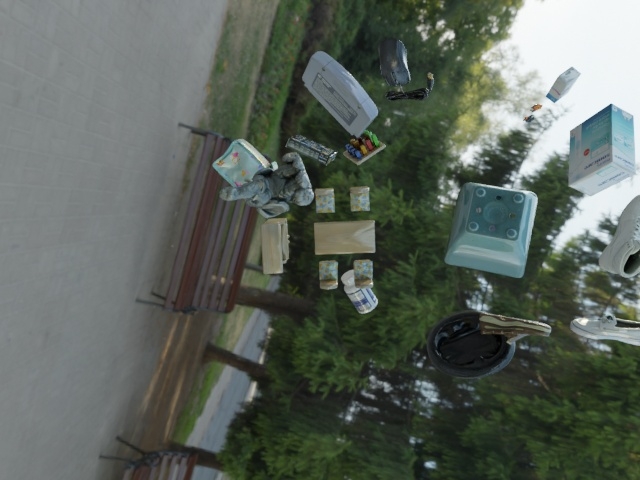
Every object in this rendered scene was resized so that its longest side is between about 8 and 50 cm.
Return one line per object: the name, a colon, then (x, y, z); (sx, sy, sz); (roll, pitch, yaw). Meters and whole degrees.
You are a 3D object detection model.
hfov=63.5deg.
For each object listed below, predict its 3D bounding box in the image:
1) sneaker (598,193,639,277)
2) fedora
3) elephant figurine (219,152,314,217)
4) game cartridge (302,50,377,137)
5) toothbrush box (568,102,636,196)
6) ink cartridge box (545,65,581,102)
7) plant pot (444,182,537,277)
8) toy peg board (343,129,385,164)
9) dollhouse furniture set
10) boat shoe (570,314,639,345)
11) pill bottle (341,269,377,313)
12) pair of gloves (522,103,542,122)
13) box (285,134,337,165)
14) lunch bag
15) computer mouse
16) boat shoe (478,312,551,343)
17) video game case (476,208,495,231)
sneaker: (1.067, -0.011, 1.733); (0.169, 0.108, 0.292); (-73, -175, -80)
fedora: (0.597, 0.438, 2.062); (0.152, 0.334, 0.334); (71, 25, -46)
elephant figurine: (-0.150, -0.147, 1.482); (0.169, 0.240, 0.186); (-109, 178, -51)
game cartridge: (0.067, -0.509, 1.805); (0.062, 0.297, 0.198); (-44, -178, -24)
toothbrush box: (1.123, -0.358, 2.073); (0.216, 0.126, 0.295); (138, -30, -61)
ink cartridge box: (0.970, -0.621, 2.068); (0.089, 0.052, 0.122); (-37, 161, -13)
plant pot: (0.515, -0.050, 1.554); (0.252, 0.247, 0.247); (44, 59, -70)
toy peg board: (0.194, -0.456, 2.460); (0.079, 0.161, 0.161); (60, -7, -34)
dollhouse furniture set: (0.000, 0.000, 1.858); (0.256, 0.395, 0.361); (-81, 168, -81)
boat shoe: (0.937, 0.275, 1.678); (0.083, 0.227, 0.075); (-63, 157, -59)
pill bottle: (0.154, 0.205, 2.100); (0.169, 0.094, 0.094); (58, 19, -20)
pair of gloves: (0.848, -0.507, 2.065); (0.010, 0.074, 0.083); (50, -45, 31)
box: (-0.040, -0.443, 2.517); (0.175, 0.220, 0.051); (-54, 168, -69)
lunch bag: (-0.236, -0.235, 1.860); (0.160, 0.262, 0.223); (-47, -171, 7)
computer mouse: (0.299, -0.582, 1.812); (0.262, 0.184, 0.060); (70, 30, -51)
boat shoe: (0.702, 0.330, 1.879); (0.258, 0.095, 0.095); (5, -94, 46)
video game case: (0.611, -0.058, 1.861); (0.193, 0.023, 0.212); (169, -85, -83)
